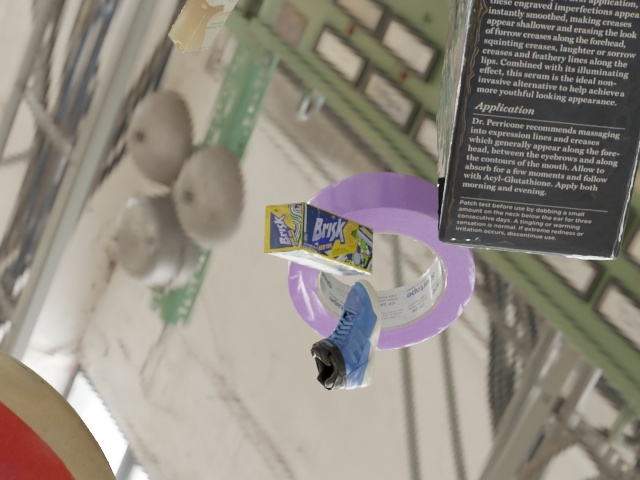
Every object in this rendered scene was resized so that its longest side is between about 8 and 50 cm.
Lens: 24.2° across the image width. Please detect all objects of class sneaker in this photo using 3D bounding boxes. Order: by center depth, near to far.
[{"bbox_3d":[0.030,0.129,2.002,0.084,0.152,0.058,-7,-159,-33],"label":"sneaker"}]

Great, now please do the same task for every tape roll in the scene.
[{"bbox_3d":[0.088,0.033,2.210,0.275,0.275,0.090,18,-144,-15],"label":"tape roll"}]

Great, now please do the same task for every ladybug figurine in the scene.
[{"bbox_3d":[-0.368,0.255,1.504,0.449,0.305,0.162,4,-162,45],"label":"ladybug figurine"}]

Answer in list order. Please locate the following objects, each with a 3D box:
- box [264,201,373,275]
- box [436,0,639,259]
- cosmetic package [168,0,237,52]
[{"bbox_3d":[0.000,0.000,1.757,0.054,0.059,0.169,-5,167,30],"label":"box"},{"bbox_3d":[0.256,-0.224,1.689,0.212,0.395,0.293,6,-147,0],"label":"box"},{"bbox_3d":[-0.171,-0.332,2.200,0.060,0.115,0.041,-18,-116,-44],"label":"cosmetic package"}]
